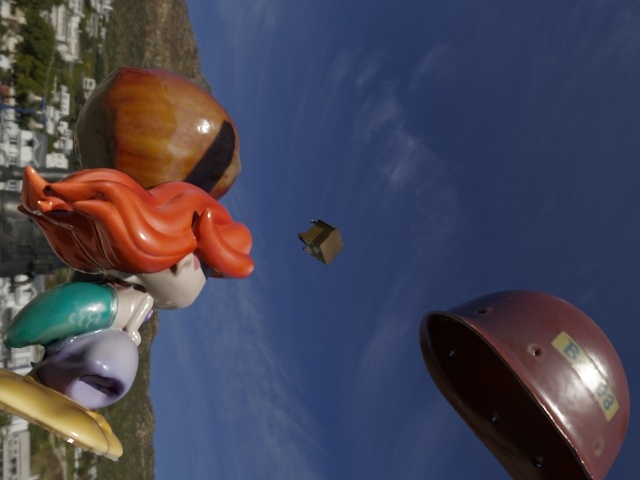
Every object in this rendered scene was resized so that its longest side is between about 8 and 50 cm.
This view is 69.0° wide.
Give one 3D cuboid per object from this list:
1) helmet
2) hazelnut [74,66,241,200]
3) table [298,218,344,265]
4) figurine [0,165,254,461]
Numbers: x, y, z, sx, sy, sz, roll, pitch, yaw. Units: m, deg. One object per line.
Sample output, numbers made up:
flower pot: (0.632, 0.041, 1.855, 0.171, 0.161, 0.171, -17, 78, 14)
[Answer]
helmet: (0.364, 0.228, 0.771, 0.385, 0.230, 0.337, 55, -16, 10)
hazelnut: (-0.374, -0.206, 1.080, 0.366, 0.365, 0.366, -2, -92, 53)
table: (0.000, 0.000, 1.170, 0.082, 0.070, 0.083, 29, -26, 32)
figurine: (-0.186, 0.037, 0.426, 0.257, 0.208, 0.181, -64, -171, -30)
